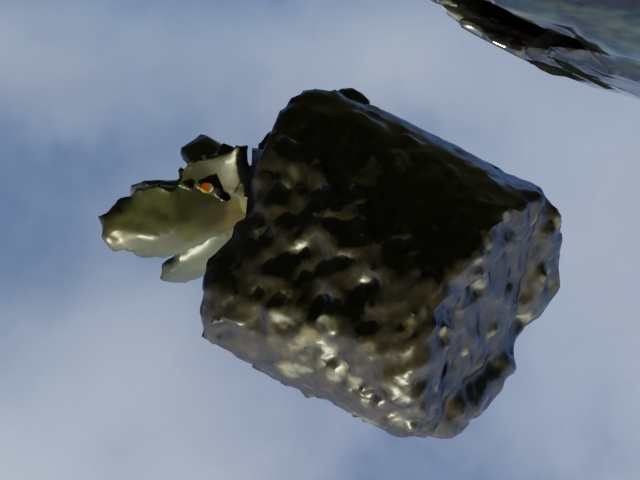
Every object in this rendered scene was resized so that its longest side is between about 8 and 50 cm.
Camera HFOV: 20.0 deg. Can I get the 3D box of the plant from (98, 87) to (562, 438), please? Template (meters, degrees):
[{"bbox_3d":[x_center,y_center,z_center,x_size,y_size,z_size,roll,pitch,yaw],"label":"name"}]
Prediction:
[{"bbox_3d":[0.000,0.000,1.322,0.312,0.215,0.213,28,-92,30],"label":"plant"}]

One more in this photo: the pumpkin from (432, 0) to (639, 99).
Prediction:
[{"bbox_3d":[0.086,-0.242,0.539,0.344,0.454,0.454,-38,-115,0],"label":"pumpkin"}]
